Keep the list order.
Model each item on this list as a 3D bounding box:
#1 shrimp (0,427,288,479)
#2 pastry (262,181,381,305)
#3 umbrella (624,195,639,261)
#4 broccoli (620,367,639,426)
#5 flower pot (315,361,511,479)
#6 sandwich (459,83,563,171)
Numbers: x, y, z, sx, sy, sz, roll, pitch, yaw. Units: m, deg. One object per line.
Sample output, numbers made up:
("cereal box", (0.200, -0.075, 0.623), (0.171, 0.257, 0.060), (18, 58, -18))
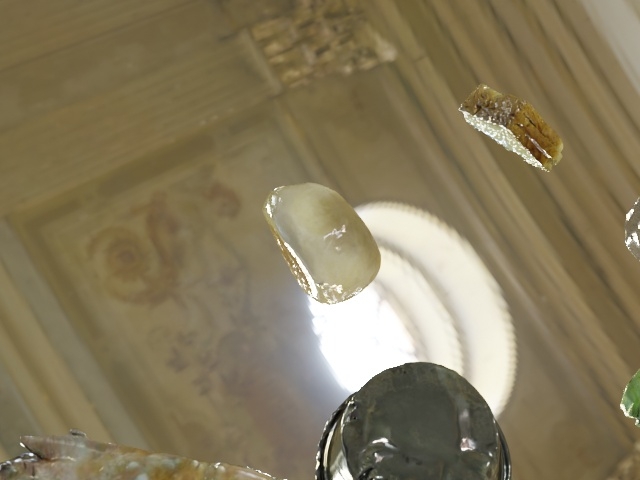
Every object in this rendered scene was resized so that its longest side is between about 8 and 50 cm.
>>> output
("shrimp", (-0.085, 0.160, 0.699), (0.224, 0.047, 0.126), (11, -75, 17))
("pastry", (0.000, 0.000, 1.605), (0.156, 0.092, 0.156), (49, -14, 17))
("umbrella", (0.241, -0.103, 0.579), (0.073, 0.337, 0.067), (46, -18, -15))
("broccoli", (0.417, 0.226, 1.444), (0.269, 0.254, 0.269), (47, -20, 24))
("flower pot", (0.073, 0.163, 1.098), (0.157, 0.157, 0.107), (42, -17, 18))
("sandwich", (0.191, -0.111, 1.413), (0.105, 0.035, 0.093), (38, -4, -36))
